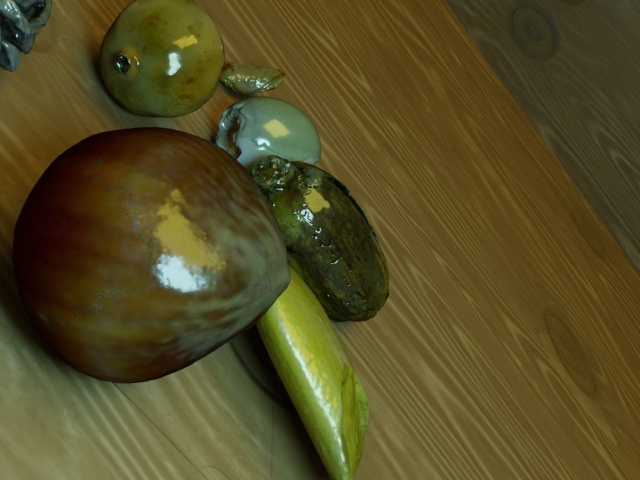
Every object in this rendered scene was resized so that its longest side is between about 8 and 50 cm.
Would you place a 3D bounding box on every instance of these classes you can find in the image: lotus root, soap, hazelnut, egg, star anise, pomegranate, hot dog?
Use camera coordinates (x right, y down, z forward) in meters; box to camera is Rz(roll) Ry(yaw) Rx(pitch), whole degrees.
[{"bbox_3d":[0.000,0.000,1.687,0.397,0.179,0.196,53,41,-32],"label":"lotus root"},{"bbox_3d":[-0.014,0.202,1.513,0.427,0.115,0.306,63,9,4],"label":"soap"},{"bbox_3d":[-0.227,0.026,1.262,0.359,0.359,0.409,59,27,5],"label":"hazelnut"},{"bbox_3d":[-0.092,-0.188,1.754,0.217,0.183,0.183,8,55,-34],"label":"egg"},{"bbox_3d":[-0.541,-0.389,1.396,0.316,0.139,0.359,14,58,-53],"label":"star anise"},{"bbox_3d":[-0.282,-0.328,1.612,0.233,0.233,0.233,32,40,-32],"label":"pomegranate"},{"bbox_3d":[-0.162,-0.344,1.914,0.169,0.061,0.078,7,44,-18],"label":"hot dog"}]
